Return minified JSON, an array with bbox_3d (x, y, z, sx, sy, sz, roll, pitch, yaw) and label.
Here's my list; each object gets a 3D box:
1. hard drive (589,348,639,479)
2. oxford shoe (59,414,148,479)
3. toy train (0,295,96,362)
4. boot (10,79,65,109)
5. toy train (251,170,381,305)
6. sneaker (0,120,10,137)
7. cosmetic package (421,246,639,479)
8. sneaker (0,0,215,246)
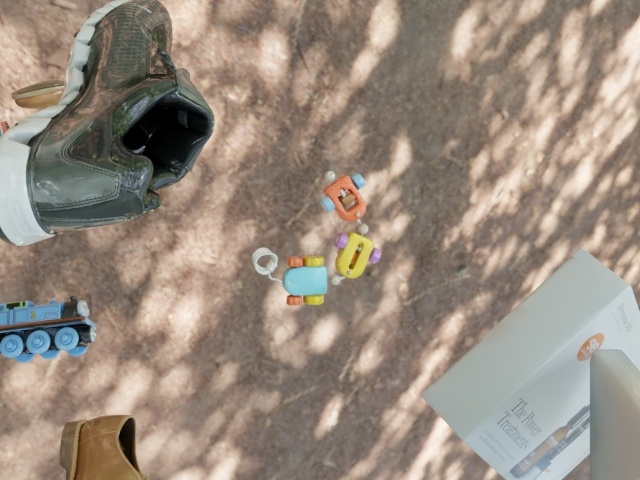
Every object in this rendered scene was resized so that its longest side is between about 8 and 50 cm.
[{"bbox_3d":[0.360,0.290,0.845,0.047,0.353,0.233,-3,103,4],"label":"hard drive"},{"bbox_3d":[-0.195,0.250,0.724,0.076,0.212,0.076,-16,139,1],"label":"oxford shoe"},{"bbox_3d":[-0.495,0.157,1.409,0.184,0.105,0.080,-8,161,1],"label":"toy train"},{"bbox_3d":[-0.378,-0.173,1.232,0.197,0.073,0.152,-12,112,-38],"label":"boot"},{"bbox_3d":[0.000,0.000,0.943,0.166,0.046,0.125,-41,106,-7],"label":"toy train"},{"bbox_3d":[-0.474,-0.102,1.129,0.075,0.161,0.057,-15,144,-7],"label":"sneaker"},{"bbox_3d":[0.335,0.212,1.124,0.284,0.097,0.377,-45,140,0],"label":"cosmetic package"},{"bbox_3d":[-0.111,-0.083,0.489,0.234,0.106,0.078,-79,165,-48],"label":"sneaker"}]
